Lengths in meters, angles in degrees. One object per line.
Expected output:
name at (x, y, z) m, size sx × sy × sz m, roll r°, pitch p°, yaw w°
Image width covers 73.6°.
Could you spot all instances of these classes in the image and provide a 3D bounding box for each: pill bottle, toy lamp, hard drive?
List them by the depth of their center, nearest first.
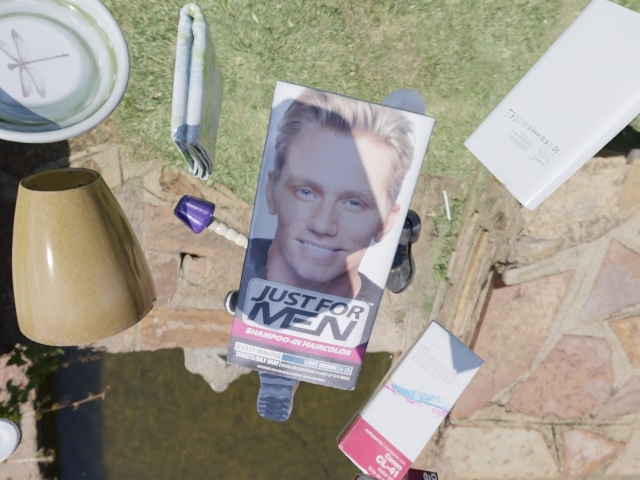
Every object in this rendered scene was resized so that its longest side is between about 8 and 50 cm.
pill bottle at (-0.620, 0.382, 0.820) m, size 0.078 × 0.078 × 0.137 m, roll 30°, pitch 148°, yaw -18°
hard drive at (0.470, -0.261, 0.826) m, size 0.047 × 0.233 × 0.353 m, roll 18°, pitch 124°, yaw -35°
toy lamp at (-0.190, -0.014, 0.950) m, size 0.274 × 0.080 × 0.080 m, roll 30°, pitch 105°, yaw -28°

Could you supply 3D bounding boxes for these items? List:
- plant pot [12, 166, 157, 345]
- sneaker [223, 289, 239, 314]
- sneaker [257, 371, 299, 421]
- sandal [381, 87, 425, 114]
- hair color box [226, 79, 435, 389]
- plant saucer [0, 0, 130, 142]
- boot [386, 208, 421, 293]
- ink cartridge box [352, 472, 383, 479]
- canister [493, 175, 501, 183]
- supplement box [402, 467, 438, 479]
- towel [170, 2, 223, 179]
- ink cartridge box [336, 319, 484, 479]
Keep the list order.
plant pot at (-0.432, 0.010, 0.758) m, size 0.237 × 0.237 × 0.255 m, roll -1°, pitch 118°, yaw -7°
sneaker at (-0.225, 0.228, 1.457) m, size 0.097 × 0.084 × 0.234 m, roll -1°, pitch 157°, yaw 33°
sneaker at (-0.081, 0.256, 0.915) m, size 0.105 × 0.115 × 0.281 m, roll 17°, pitch 122°, yaw -4°
sandal at (0.126, -0.153, 0.993) m, size 0.169 × 0.102 × 0.417 m, roll -9°, pitch 132°, yaw -37°
hair color box at (0.000, 0.000, 0.532) m, size 0.173 × 0.105 × 0.348 m, roll 12°, pitch 108°, yaw -2°
plant saucer at (-0.628, -0.392, 0.923) m, size 0.400 × 0.100 × 0.401 m, roll 4°, pitch 81°, yaw -24°
boot at (0.121, 0.048, 1.018) m, size 0.228 × 0.091 × 0.263 m, roll -20°, pitch 128°, yaw -29°
ink cartridge box at (0.058, 0.355, 0.295) m, size 0.197 × 0.114 × 0.273 m, roll -32°, pitch 106°, yaw -40°
canister at (0.517, -0.228, 1.099) m, size 0.073 × 0.126 × 0.170 m, roll -31°, pitch 127°, yaw -27°
supplement box at (0.194, 0.612, 0.897) m, size 0.073 × 0.130 × 0.240 m, roll 7°, pitch 119°, yaw 2°
towel at (-0.334, -0.388, 1.192) m, size 0.090 × 0.320 × 0.375 m, roll 2°, pitch 82°, yaw -8°
ink cartridge box at (0.176, 0.337, 0.890) m, size 0.131 × 0.226 × 0.306 m, roll 40°, pitch 76°, yaw 16°
